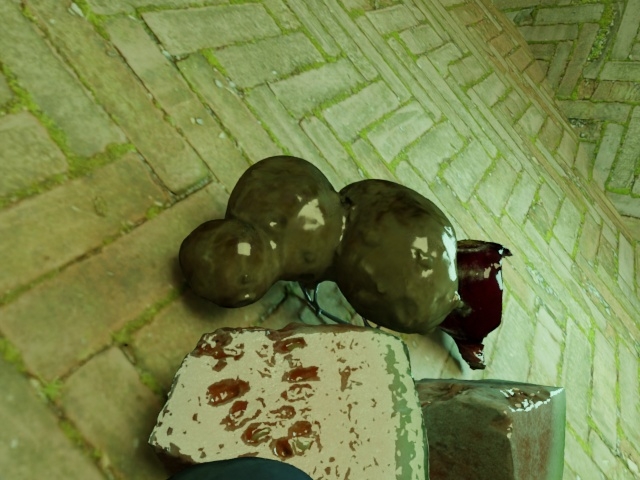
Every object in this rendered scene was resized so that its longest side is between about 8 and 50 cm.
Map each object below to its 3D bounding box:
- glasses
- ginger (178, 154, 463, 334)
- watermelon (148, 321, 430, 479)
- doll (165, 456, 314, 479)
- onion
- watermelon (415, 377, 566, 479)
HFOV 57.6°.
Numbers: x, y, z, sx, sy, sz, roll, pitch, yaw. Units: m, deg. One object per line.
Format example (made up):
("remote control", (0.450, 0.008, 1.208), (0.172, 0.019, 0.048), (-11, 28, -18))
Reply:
("glasses", (0.013, 0.070, 0.754), (0.103, 0.062, 0.140), (-11, 65, -27))
("ginger", (0.000, 0.000, 0.660), (0.304, 0.155, 0.244), (5, 40, -7))
("watermelon", (-0.035, 0.172, 0.543), (0.256, 0.140, 0.193), (18, 51, -25))
("doll", (-0.030, 0.259, 0.415), (0.258, 0.228, 0.154), (42, -10, -33))
("onion", (0.209, 0.095, 0.880), (0.173, 0.135, 0.198), (0, 98, -67))
("watermelon", (0.179, 0.254, 0.700), (0.310, 0.193, 0.232), (-50, 119, -41))
